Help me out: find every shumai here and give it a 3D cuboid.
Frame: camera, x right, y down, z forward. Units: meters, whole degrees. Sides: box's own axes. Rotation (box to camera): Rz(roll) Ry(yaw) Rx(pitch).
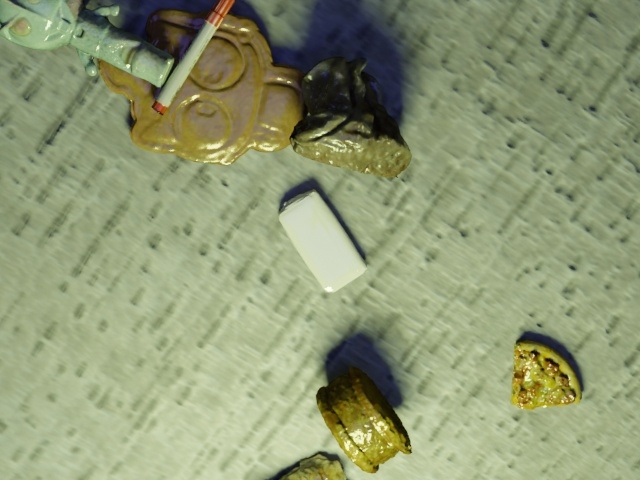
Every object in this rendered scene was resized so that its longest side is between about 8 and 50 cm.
[{"bbox_3d":[0.067,-0.215,1.655,0.218,0.184,0.185,13,101,-14],"label":"shumai"}]

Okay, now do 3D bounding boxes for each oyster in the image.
[{"bbox_3d":[-0.050,0.511,1.819,0.233,0.107,0.161,-22,93,-3],"label":"oyster"}]

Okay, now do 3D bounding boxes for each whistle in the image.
[{"bbox_3d":[-0.409,-0.360,1.615,0.346,0.134,0.142,26,85,-5],"label":"whistle"}]

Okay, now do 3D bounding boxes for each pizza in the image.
[{"bbox_3d":[0.418,0.271,1.839,0.175,0.046,0.134,34,95,-10],"label":"pizza"}]

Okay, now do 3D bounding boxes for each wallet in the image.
[{"bbox_3d":[0.000,0.000,1.765,0.095,0.033,0.190,-35,102,0],"label":"wallet"}]

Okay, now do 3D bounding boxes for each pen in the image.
[{"bbox_3d":[-0.215,-0.319,1.649,0.028,0.028,0.239,32,92,-9],"label":"pen"}]

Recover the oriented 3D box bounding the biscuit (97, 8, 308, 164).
[{"bbox_3d":[-0.202,-0.269,1.695,0.376,0.051,0.269,12,97,-6],"label":"biscuit"}]

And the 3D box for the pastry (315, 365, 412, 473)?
[{"bbox_3d":[0.077,0.325,1.754,0.103,0.189,0.188,-35,101,5],"label":"pastry"}]
